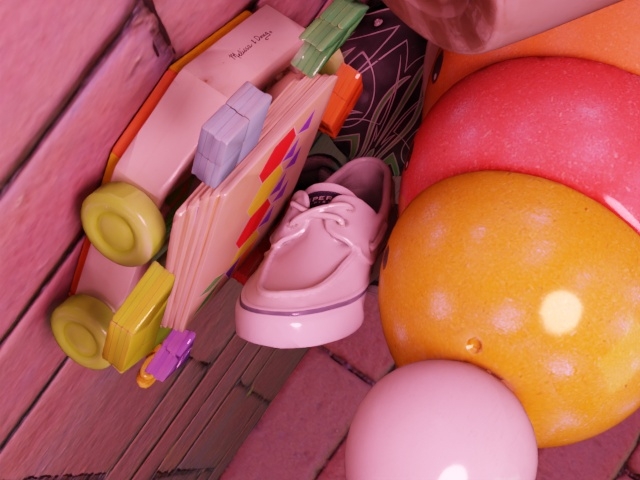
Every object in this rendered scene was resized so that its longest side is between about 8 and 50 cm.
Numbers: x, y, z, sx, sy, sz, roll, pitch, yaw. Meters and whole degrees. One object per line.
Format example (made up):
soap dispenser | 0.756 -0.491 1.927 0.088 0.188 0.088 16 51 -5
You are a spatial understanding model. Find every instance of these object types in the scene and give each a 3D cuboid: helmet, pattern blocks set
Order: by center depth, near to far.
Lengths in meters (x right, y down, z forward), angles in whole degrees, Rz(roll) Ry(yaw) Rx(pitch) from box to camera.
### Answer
pattern blocks set | -0.055 -0.023 0.820 0.285 0.026 0.325 -49 170 -44
helmet | 0.078 -0.143 1.147 0.169 0.169 0.161 -59 -174 22

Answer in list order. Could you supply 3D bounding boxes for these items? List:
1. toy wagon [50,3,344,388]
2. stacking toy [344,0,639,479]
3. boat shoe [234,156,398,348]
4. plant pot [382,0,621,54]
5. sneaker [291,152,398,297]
toy wagon | -0.104 -0.014 0.923 0.267 0.068 0.344 -47 169 -45
stacking toy | 0.153 0.019 0.845 0.480 0.350 0.351 -51 171 -42
boat shoe | 0.000 0.000 0.891 0.258 0.095 0.084 -55 146 -67
plant pot | 0.147 -0.265 0.708 0.280 0.323 0.323 -37 168 -13
sneaker | 0.046 -0.010 1.196 0.153 0.268 0.101 84 12 -69
